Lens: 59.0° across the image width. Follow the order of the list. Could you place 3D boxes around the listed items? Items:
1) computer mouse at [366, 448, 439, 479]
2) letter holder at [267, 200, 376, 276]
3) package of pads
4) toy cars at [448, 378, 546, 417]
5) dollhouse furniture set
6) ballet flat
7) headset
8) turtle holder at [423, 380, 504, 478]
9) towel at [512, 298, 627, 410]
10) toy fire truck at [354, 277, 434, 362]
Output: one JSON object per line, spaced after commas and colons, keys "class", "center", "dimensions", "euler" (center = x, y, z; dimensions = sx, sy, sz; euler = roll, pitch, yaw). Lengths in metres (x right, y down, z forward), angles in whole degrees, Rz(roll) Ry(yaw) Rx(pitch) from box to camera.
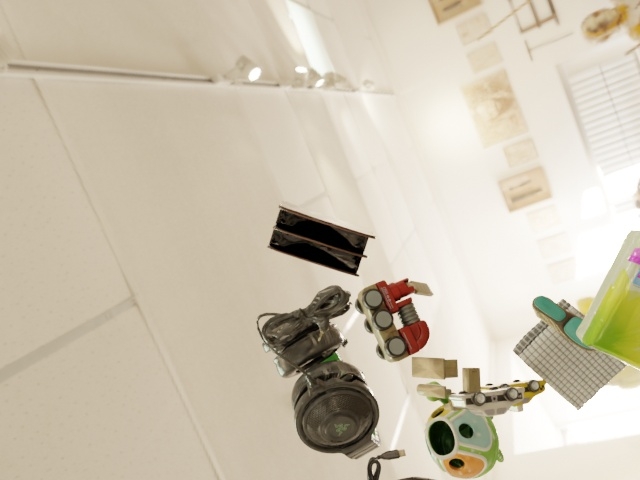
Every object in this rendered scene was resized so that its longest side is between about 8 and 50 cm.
{"class": "computer mouse", "center": [0.245, 0.658, 1.547], "dimensions": [0.060, 0.262, 0.184], "euler": [117, 151, -87]}
{"class": "letter holder", "center": [0.000, 0.000, 1.724], "dimensions": [0.214, 0.302, 0.152], "euler": [-99, 27, -84]}
{"class": "package of pads", "center": [0.775, 0.155, 1.320], "dimensions": [0.229, 0.296, 0.101], "euler": [25, -173, 1]}
{"class": "toy cars", "center": [0.506, 0.447, 1.579], "dimensions": [0.394, 0.176, 0.087], "euler": [10, -111, -53]}
{"class": "dollhouse furniture set", "center": [0.357, 0.405, 1.609], "dimensions": [0.151, 0.123, 0.144], "euler": [7, -102, -34]}
{"class": "ballet flat", "center": [0.665, 0.228, 1.535], "dimensions": [0.206, 0.073, 0.067], "euler": [48, 171, 34]}
{"class": "headset", "center": [0.019, 0.197, 0.900], "dimensions": [0.243, 0.185, 0.394], "euler": [61, -176, 36]}
{"class": "turtle holder", "center": [0.479, 0.658, 1.973], "dimensions": [0.227, 0.243, 0.320], "euler": [22, -115, -42]}
{"class": "towel", "center": [0.770, 0.347, 1.747], "dimensions": [0.284, 0.235, 0.121], "euler": [40, -172, -15]}
{"class": "toy fire truck", "center": [0.245, 0.204, 1.600], "dimensions": [0.217, 0.246, 0.158], "euler": [65, 165, 11]}
